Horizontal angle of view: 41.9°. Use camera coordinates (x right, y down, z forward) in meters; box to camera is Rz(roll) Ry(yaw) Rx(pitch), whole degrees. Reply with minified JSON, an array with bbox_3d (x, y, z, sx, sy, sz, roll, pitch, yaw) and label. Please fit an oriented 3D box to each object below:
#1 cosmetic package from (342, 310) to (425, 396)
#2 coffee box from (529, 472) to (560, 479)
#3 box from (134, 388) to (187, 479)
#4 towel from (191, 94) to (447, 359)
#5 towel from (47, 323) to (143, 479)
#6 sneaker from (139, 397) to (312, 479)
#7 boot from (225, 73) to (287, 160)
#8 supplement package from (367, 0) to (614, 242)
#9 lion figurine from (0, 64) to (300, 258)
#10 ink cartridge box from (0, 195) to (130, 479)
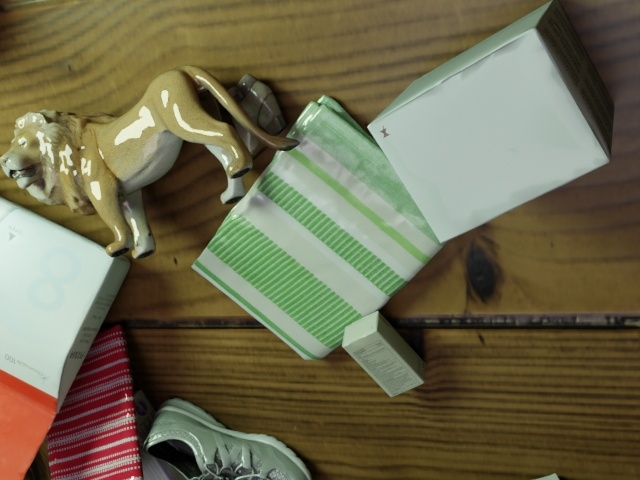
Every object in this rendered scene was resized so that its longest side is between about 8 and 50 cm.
[{"bbox_3d":[0.087,0.155,1.136,0.060,0.041,0.115,-28,118,26],"label":"cosmetic package"},{"bbox_3d":[0.225,0.565,1.072,0.338,0.334,0.338,-17,107,5],"label":"coffee box"},{"bbox_3d":[-0.247,0.398,1.376,0.067,0.063,0.324,-24,103,27],"label":"box"},{"bbox_3d":[0.000,0.000,1.121,0.248,0.038,0.325,40,119,-2],"label":"towel"},{"bbox_3d":[-0.363,0.288,1.306,0.198,0.031,0.275,-20,72,29],"label":"towel"},{"bbox_3d":[-0.149,0.352,1.288,0.281,0.115,0.105,20,119,11],"label":"sneaker"},{"bbox_3d":[-0.099,-0.155,1.087,0.118,0.042,0.087,-40,89,29],"label":"boot"},{"bbox_3d":[0.191,-0.132,0.891,0.194,0.203,0.149,-28,101,29],"label":"supplement package"},{"bbox_3d":[-0.231,-0.127,1.095,0.392,0.142,0.240,-27,80,18],"label":"lion figurine"},{"bbox_3d":[-0.503,0.133,1.224,0.308,0.091,0.385,24,83,8],"label":"ink cartridge box"}]
